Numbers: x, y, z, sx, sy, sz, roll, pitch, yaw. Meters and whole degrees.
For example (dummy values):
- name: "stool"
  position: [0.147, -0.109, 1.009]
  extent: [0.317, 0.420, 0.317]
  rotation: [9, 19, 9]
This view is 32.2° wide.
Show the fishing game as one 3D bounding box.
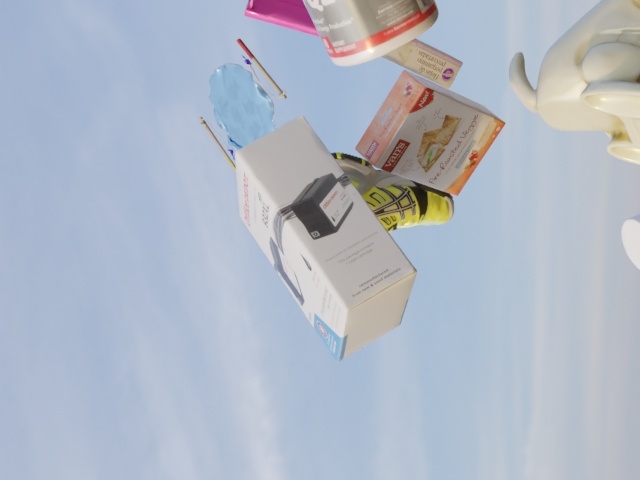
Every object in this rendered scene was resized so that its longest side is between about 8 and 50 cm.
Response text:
- name: "fishing game"
  position: [-0.129, -0.225, 1.947]
  extent: [0.041, 0.189, 0.264]
  rotation: [-28, -17, -33]

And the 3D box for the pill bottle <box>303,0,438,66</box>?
- name: "pill bottle"
  position: [0.030, -0.389, 1.459]
  extent: [0.283, 0.161, 0.161]
  rotation: [63, -149, -19]

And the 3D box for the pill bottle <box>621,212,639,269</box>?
- name: "pill bottle"
  position: [0.803, -0.041, 2.364]
  extent: [0.169, 0.301, 0.169]
  rotation: [60, 164, 29]

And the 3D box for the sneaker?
- name: "sneaker"
  position: [0.106, -0.060, 2.132]
  extent: [0.384, 0.145, 0.147]
  rotation: [10, -107, -39]

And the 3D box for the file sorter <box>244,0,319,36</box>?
- name: "file sorter"
  position: [-0.029, -0.627, 2.455]
  extent: [0.182, 0.202, 0.291]
  rotation: [108, 176, -50]

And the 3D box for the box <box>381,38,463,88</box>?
- name: "box"
  position: [0.136, -0.386, 2.165]
  extent: [0.324, 0.067, 0.063]
  rotation: [18, -72, -35]

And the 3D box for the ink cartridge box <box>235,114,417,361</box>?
- name: "ink cartridge box"
  position: [0.000, 0.000, 1.697]
  extent: [0.129, 0.307, 0.223]
  rotation: [-29, -21, -15]

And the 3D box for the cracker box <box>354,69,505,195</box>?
- name: "cracker box"
  position: [0.187, -0.176, 1.857]
  extent: [0.232, 0.067, 0.156]
  rotation: [14, -66, -45]

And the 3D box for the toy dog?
- name: "toy dog"
  position: [0.576, -0.371, 1.999]
  extent: [0.284, 0.395, 0.408]
  rotation: [37, -108, -44]
